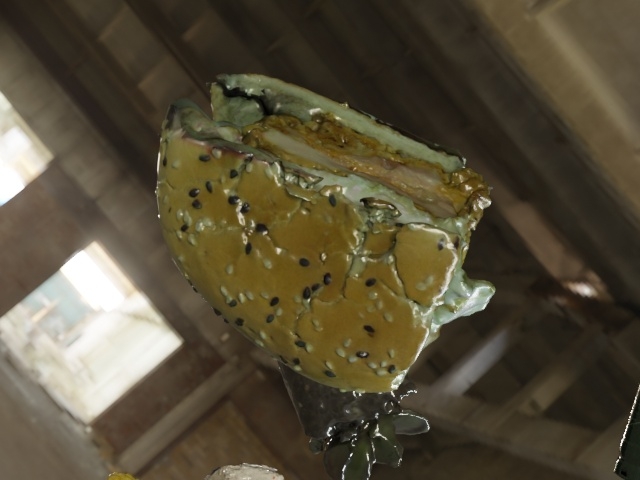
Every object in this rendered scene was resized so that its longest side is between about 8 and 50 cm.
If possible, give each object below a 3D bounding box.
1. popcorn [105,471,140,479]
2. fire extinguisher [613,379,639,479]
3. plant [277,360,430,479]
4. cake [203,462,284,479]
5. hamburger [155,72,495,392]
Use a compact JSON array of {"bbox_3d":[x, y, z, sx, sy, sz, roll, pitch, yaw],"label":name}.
[{"bbox_3d":[-0.226,0.276,1.262,0.084,0.084,0.084,47,-12,13],"label":"popcorn"},{"bbox_3d":[0.442,0.153,1.471,0.095,0.311,0.114,17,2,18],"label":"fire extinguisher"},{"bbox_3d":[0.044,0.235,1.872,0.188,0.199,0.276,-105,171,-77],"label":"plant"},{"bbox_3d":[-0.061,0.261,1.070,0.052,0.065,0.121,-41,-130,44],"label":"cake"},{"bbox_3d":[0.000,0.000,0.954,0.288,0.192,0.167,22,22,16],"label":"hamburger"}]
